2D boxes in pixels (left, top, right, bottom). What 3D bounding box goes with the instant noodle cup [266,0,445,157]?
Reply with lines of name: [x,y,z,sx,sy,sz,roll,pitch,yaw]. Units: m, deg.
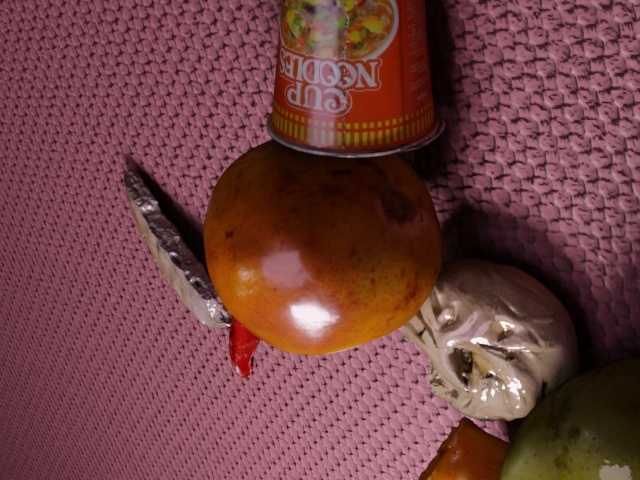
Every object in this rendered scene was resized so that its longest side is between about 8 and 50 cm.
instant noodle cup: [0.036,-0.216,1.187,0.193,0.193,0.212,22,125,38]

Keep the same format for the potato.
potato: [0.305,0.230,1.202,0.216,0.216,0.304,54,153,0]

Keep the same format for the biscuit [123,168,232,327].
biscuit: [-0.222,0.035,1.777,0.289,0.038,0.141,53,158,20]

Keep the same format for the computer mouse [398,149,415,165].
computer mouse: [0.063,-0.113,1.344,0.096,0.039,0.066,45,144,13]

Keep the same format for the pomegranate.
pomegranate: [0.000,0.000,1.281,0.264,0.264,0.264,30,139,31]

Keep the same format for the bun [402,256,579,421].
bun: [0.181,0.123,1.335,0.210,0.116,0.237,48,144,11]

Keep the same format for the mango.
mango: [0.229,0.323,1.412,0.252,0.126,0.154,38,175,-15]

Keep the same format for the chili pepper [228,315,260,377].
chili pepper: [-0.116,0.136,1.758,0.059,0.050,0.268,25,139,13]
